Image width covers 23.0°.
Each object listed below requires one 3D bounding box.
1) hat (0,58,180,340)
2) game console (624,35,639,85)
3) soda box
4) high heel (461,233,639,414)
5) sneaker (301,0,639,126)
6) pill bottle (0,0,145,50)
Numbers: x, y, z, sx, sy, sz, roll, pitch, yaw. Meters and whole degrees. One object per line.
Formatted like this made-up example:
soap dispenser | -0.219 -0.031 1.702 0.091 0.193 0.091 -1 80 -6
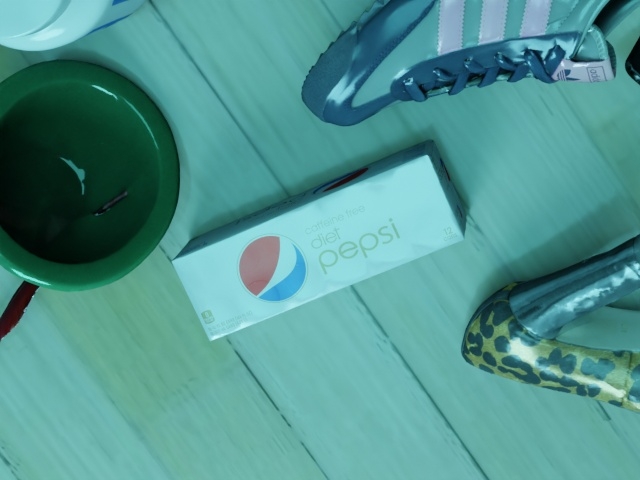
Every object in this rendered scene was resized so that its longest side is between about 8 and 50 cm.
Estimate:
hat | -0.233 -0.026 1.251 0.173 0.183 0.208 46 63 -12
game console | 0.299 -0.132 1.138 0.122 0.107 0.071 39 137 -3
soda box | 0.000 0.000 1.206 0.216 0.069 0.074 -22 100 12
high heel | 0.241 0.119 1.218 0.186 0.093 0.261 -27 113 35
sneaker | 0.138 -0.150 1.117 0.319 0.112 0.131 -33 77 14
pill bottle | -0.191 -0.199 1.100 0.124 0.221 0.124 1 103 6
